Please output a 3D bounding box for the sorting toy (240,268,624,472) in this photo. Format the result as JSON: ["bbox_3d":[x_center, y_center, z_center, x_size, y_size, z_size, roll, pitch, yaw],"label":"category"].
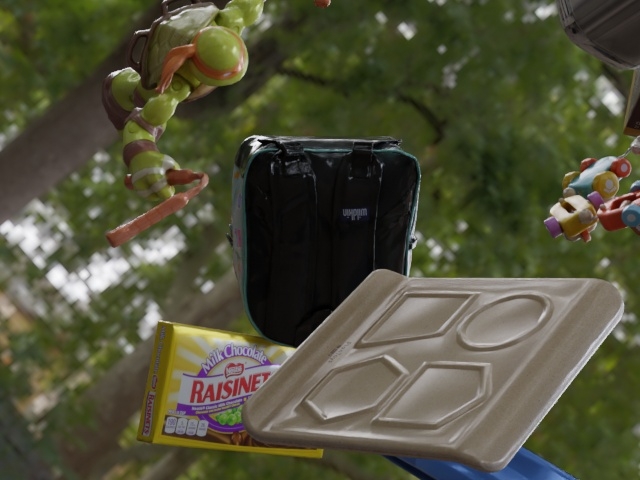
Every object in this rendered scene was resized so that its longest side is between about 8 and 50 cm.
[{"bbox_3d":[0.077,0.087,1.119,0.208,0.193,0.038,4,-54,40],"label":"sorting toy"}]

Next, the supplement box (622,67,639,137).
[{"bbox_3d":[0.446,-0.233,1.901,0.129,0.191,0.194,14,-26,3],"label":"supplement box"}]

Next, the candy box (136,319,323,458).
[{"bbox_3d":[-0.069,0.135,1.461,0.206,0.105,0.027,12,-5,-44],"label":"candy box"}]

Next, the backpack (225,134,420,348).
[{"bbox_3d":[0.000,0.000,1.476,0.144,0.166,0.188,-145,-126,-77],"label":"backpack"}]

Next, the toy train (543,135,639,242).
[{"bbox_3d":[0.275,-0.037,1.526,0.125,0.166,0.046,-21,-71,26],"label":"toy train"}]

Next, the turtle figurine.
[{"bbox_3d":[-0.100,-0.116,1.166,0.087,0.269,0.217,34,-10,-16],"label":"turtle figurine"}]

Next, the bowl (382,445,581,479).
[{"bbox_3d":[0.203,0.268,1.784,0.391,0.077,0.391,30,-7,4],"label":"bowl"}]

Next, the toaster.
[{"bbox_3d":[0.301,-0.259,1.526,0.129,0.227,0.146,21,-40,-35],"label":"toaster"}]
